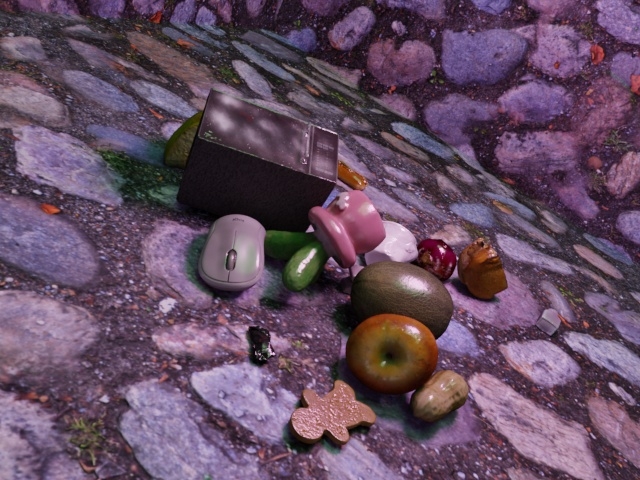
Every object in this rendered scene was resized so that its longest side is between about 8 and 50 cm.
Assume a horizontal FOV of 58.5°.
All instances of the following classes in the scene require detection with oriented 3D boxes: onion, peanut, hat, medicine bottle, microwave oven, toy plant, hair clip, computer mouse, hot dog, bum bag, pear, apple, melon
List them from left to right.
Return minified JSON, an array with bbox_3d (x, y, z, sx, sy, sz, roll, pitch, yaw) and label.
[{"bbox_3d":[-0.393,-0.359,2.013,0.293,0.292,0.159,15,41,-22],"label":"pear"},{"bbox_3d":[-0.241,0.017,1.633,0.184,0.121,0.296,12,33,-2],"label":"computer mouse"},{"bbox_3d":[-0.203,-0.229,1.833,0.433,0.374,0.236,17,50,-15],"label":"microwave oven"},{"bbox_3d":[-0.149,0.259,1.448,0.058,0.034,0.124,5,35,-19],"label":"bum bag"},{"bbox_3d":[0.003,-0.006,1.730,0.210,0.356,0.317,57,-4,-39],"label":"toy plant"},{"bbox_3d":[0.107,-0.298,2.512,0.236,0.062,0.092,34,33,13],"label":"hot dog"},{"bbox_3d":[0.228,0.042,1.994,0.203,0.203,0.126,32,48,6],"label":"hat"},{"bbox_3d":[0.231,0.158,1.862,0.331,0.101,0.085,14,37,-21],"label":"hair clip"},{"bbox_3d":[0.187,0.295,1.504,0.235,0.210,0.173,24,2,11],"label":"apple"},{"bbox_3d":[0.233,0.183,1.678,0.302,0.237,0.237,22,29,1],"label":"melon"},{"bbox_3d":[0.313,0.410,1.508,0.237,0.120,0.110,-6,82,-53],"label":"peanut"},{"bbox_3d":[0.450,0.060,2.157,0.173,0.135,0.198,45,32,23],"label":"onion"},{"bbox_3d":[0.882,0.308,2.204,0.074,0.055,0.118,36,31,15],"label":"medicine bottle"}]

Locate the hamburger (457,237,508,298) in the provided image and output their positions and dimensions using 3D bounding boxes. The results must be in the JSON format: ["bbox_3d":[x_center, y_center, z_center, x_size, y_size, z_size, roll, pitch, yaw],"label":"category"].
[{"bbox_3d":[0.589,0.107,2.132,0.283,0.157,0.143,57,9,-43],"label":"hamburger"}]

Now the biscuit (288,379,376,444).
[{"bbox_3d":[0.018,0.413,1.343,0.240,0.035,0.158,-7,42,-46],"label":"biscuit"}]
